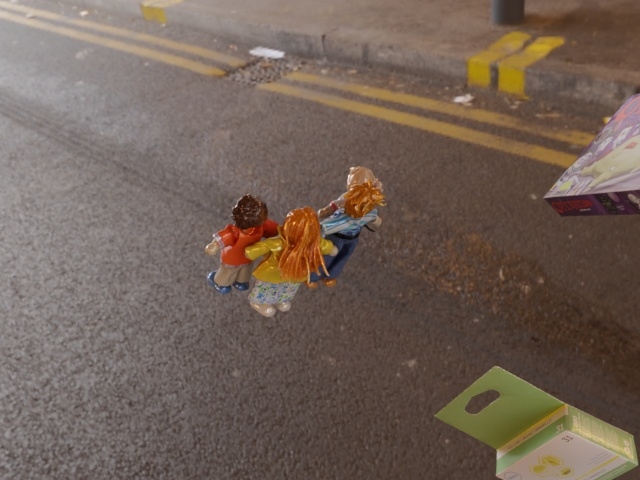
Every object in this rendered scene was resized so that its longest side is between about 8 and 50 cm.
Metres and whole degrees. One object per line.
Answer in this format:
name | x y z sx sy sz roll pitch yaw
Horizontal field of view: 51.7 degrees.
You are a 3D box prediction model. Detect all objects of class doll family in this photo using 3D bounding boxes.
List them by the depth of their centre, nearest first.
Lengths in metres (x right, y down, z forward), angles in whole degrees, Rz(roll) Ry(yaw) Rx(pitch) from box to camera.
doll family | 0.000 0.000 0.770 0.263 0.163 0.118 -19 58 -38

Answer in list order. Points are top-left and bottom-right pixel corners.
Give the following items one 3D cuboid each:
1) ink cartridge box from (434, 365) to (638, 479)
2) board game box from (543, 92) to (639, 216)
ink cartridge box | 0.307 0.292 0.966 0.235 0.171 0.056 26 43 -8
board game box | 0.427 -0.121 0.810 0.208 0.056 0.347 -45 5 -4
